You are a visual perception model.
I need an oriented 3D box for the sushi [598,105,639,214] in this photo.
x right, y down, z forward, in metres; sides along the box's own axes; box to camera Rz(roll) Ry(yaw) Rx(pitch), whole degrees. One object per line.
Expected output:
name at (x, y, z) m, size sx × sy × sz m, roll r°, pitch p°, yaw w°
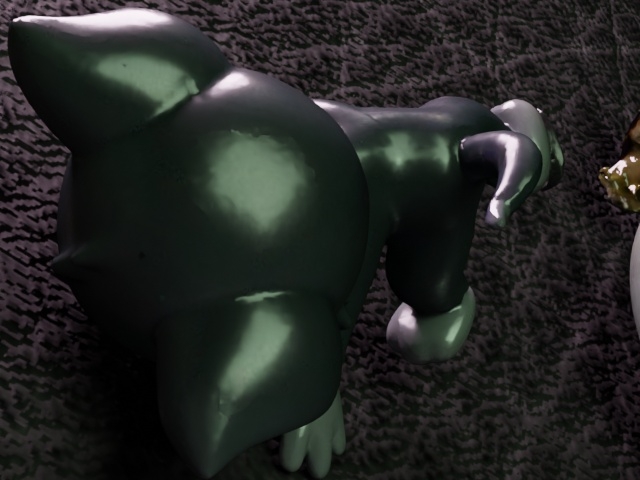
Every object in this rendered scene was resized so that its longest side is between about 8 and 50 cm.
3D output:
sushi at (0.278, -0.024, 1.045) m, size 0.212 × 0.147 × 0.115 m, roll 46°, pitch 31°, yaw -14°

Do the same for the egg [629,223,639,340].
egg at (0.270, 0.066, 0.922) m, size 0.264 × 0.183 × 0.183 m, roll 45°, pitch 35°, yaw 9°

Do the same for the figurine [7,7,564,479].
figurine at (0.005, -0.001, 0.755) m, size 0.265 × 0.140 × 0.193 m, roll -9°, pitch 80°, yaw -24°
